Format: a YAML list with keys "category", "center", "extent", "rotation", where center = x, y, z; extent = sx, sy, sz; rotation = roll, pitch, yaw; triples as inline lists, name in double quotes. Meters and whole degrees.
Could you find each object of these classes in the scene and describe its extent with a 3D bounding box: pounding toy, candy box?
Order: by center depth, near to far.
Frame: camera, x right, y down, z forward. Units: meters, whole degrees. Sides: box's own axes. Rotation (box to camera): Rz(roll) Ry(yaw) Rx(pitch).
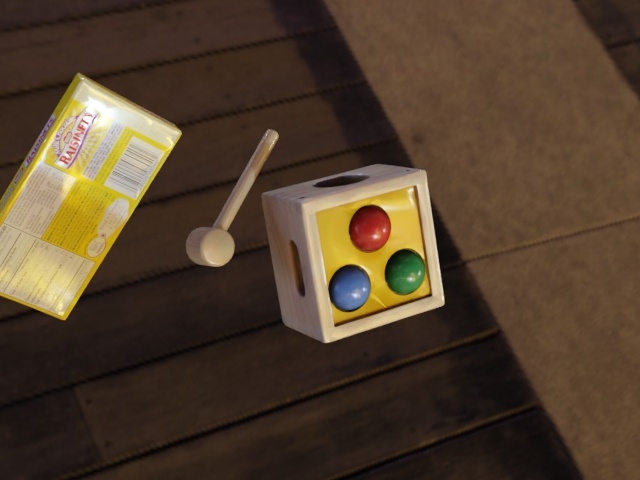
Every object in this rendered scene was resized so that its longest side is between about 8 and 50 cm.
- category: "pounding toy"
  center: [-0.007, -0.008, 0.998]
  extent: [0.206, 0.094, 0.181]
  rotation: [-16, 104, -26]
- category: "candy box"
  center: [-0.218, -0.034, 1.000]
  extent: [0.105, 0.206, 0.027]
  rotation: [28, 11, -32]
